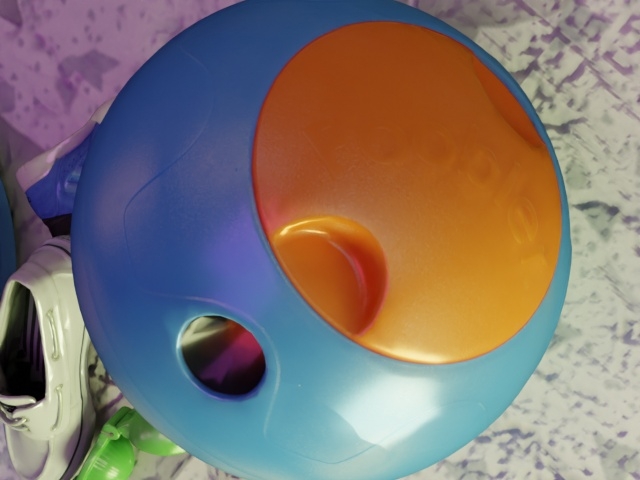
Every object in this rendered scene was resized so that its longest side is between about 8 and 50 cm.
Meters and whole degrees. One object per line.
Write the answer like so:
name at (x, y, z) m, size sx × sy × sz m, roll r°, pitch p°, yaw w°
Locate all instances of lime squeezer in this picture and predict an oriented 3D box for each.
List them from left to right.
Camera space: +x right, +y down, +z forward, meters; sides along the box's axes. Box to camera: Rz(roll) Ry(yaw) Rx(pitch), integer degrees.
lime squeezer at (-0.130, 0.172, 0.966) m, size 0.310 × 0.059 × 0.110 m, roll -22°, pitch 119°, yaw 24°

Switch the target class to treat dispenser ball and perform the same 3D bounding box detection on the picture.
treat dispenser ball at (0.000, 0.000, 0.747) m, size 0.288 × 0.288 × 0.288 m, roll 3°, pitch 97°, yaw 24°

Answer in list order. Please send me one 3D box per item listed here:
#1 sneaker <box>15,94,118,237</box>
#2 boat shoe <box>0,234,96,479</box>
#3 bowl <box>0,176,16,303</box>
sneaker at (-0.148, -0.049, 0.935) m, size 0.152 × 0.058 × 0.084 m, roll -31°, pitch 85°, yaw 21°
boat shoe at (-0.217, 0.101, 0.947) m, size 0.083 × 0.076 × 0.226 m, roll 23°, pitch 121°, yaw 24°
bowl at (-0.418, 0.014, 1.054) m, size 0.391 × 0.077 × 0.391 m, roll 3°, pitch 97°, yaw 24°
